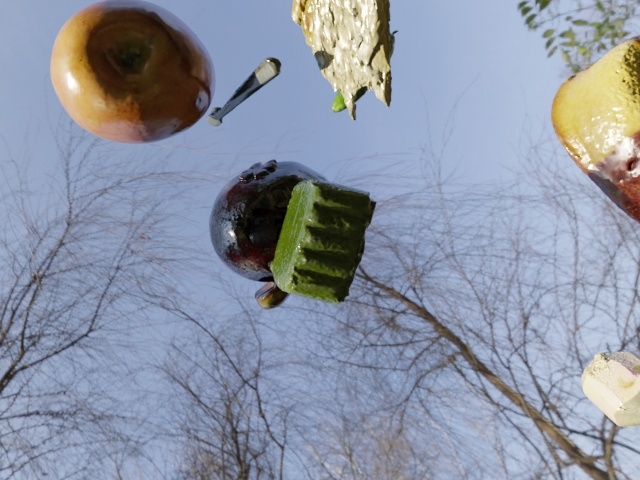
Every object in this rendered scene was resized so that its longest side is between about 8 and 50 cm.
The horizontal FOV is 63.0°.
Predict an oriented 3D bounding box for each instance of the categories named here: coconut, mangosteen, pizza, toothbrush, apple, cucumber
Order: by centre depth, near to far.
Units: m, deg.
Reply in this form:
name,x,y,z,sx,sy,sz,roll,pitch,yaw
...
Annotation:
name,x,y,z,sx,sy,sz,roll,pitch,yaw
pizza,0.034,-0.301,0.765,0.034,0.181,0.262,-34,-56,-38
apple,-0.304,-0.274,0.860,0.254,0.253,0.253,-9,-74,-34
coconut,0.512,0.248,0.865,0.116,0.122,0.116,-9,-64,-20
toothbrush,-0.138,-0.251,0.898,0.030,0.297,0.030,25,-107,-26
cucumber,0.107,-0.377,1.152,0.056,0.056,0.250,41,-103,-35
mangosteen,-0.111,-0.013,1.502,0.382,0.382,0.435,-32,-62,-27

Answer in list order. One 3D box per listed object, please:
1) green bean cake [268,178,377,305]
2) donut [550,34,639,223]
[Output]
name,x,y,z,sx,sy,sz,roll,pitch,yaw
green bean cake,0.000,0.000,1.139,0.156,0.247,0.249,14,-91,-15
donut,0.299,-0.098,0.446,0.166,0.073,0.184,-20,-107,-14
